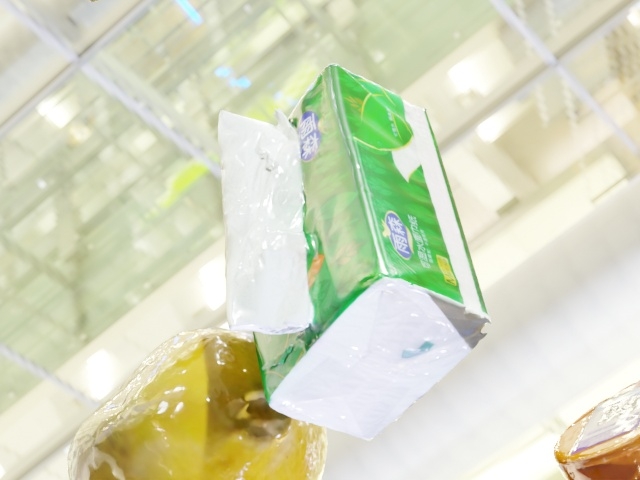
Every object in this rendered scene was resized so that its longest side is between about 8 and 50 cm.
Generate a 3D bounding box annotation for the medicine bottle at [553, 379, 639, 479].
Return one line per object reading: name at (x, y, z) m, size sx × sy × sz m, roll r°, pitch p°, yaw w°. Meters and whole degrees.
medicine bottle at (0.241, 0.214, 0.796) m, size 0.288 × 0.157 × 0.157 m, roll 58°, pitch -163°, yaw -4°

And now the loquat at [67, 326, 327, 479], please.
loquat at (-0.091, 0.162, 1.075) m, size 0.187 × 0.234 × 0.176 m, roll -26°, pitch -98°, yaw -44°

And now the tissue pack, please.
tissue pack at (0.001, 0.000, 1.001) m, size 0.156 × 0.148 × 0.209 m, roll 21°, pitch -141°, yaw -30°
